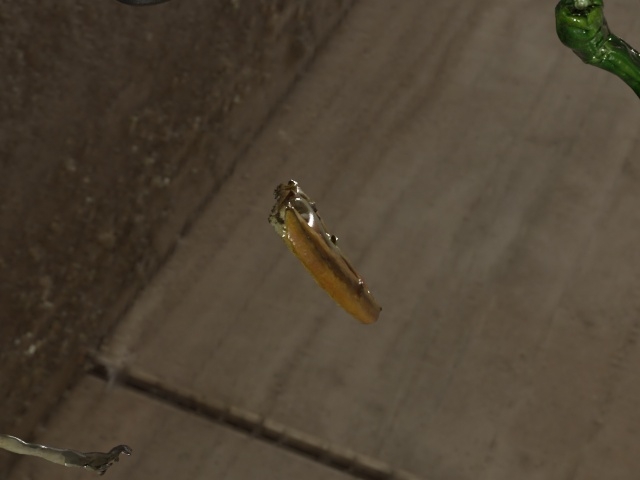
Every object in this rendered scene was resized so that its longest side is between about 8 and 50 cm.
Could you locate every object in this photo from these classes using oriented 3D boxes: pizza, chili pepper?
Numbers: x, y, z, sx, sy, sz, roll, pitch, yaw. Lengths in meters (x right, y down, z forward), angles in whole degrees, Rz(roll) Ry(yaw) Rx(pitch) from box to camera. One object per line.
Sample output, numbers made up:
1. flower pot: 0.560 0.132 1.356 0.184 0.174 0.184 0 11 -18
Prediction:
1. pizza: 0.000 0.000 1.249 0.185 0.036 0.176 52 10 -33
2. chili pepper: 0.276 -0.187 1.240 0.182 0.073 0.050 31 91 -40

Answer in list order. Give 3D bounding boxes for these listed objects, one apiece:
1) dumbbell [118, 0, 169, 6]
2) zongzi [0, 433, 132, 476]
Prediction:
1. dumbbell: -0.193 -0.349 1.333 0.100 0.100 0.191 -55 147 -41
2. zongzi: -0.264 -0.029 0.385 0.181 0.447 0.418 -36 167 3
